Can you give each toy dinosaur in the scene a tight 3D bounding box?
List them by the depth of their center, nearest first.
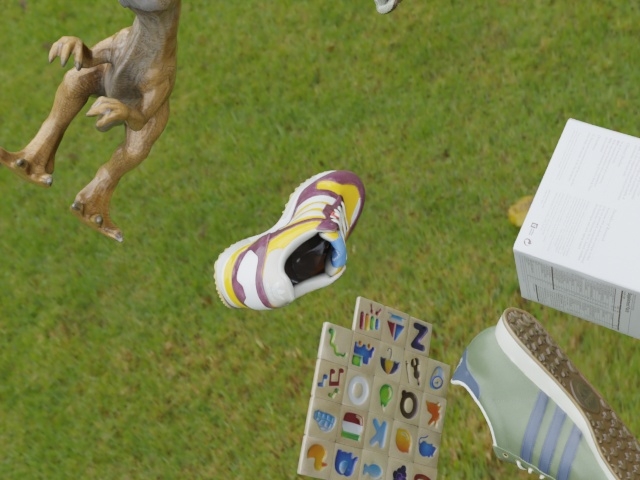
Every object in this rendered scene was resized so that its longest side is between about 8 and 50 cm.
[{"bbox_3d":[-0.086,-0.062,0.421,0.112,0.064,0.211,-59,12,-13],"label":"toy dinosaur"}]

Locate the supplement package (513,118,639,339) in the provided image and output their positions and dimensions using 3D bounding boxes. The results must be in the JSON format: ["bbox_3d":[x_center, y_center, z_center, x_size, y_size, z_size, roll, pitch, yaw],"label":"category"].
[{"bbox_3d":[0.415,0.004,1.239,0.263,0.198,0.199,20,75,22],"label":"supplement package"}]

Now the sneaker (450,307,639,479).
[{"bbox_3d":[0.175,0.150,0.724,0.086,0.064,0.192,-45,74,32],"label":"sneaker"}]

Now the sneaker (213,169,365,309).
[{"bbox_3d":[0.000,0.000,0.779,0.084,0.069,0.185,1,33,40],"label":"sneaker"}]

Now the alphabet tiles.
[{"bbox_3d":[0.092,0.274,1.489,0.011,0.285,0.342,-9,65,49],"label":"alphabet tiles"}]

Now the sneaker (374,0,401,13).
[{"bbox_3d":[-0.001,-0.239,0.712,0.066,0.188,0.071,-28,47,50],"label":"sneaker"}]
